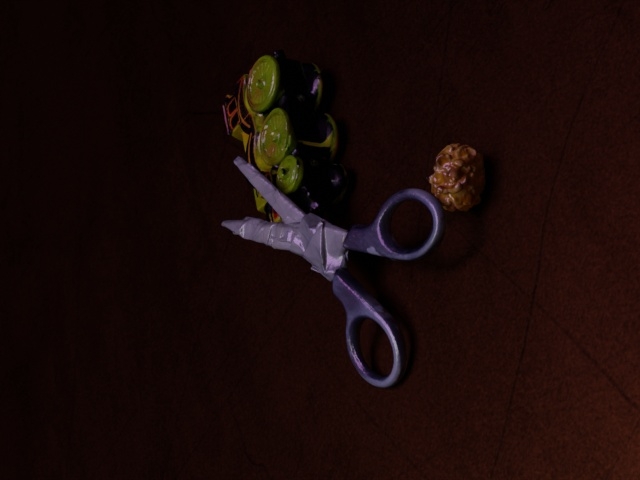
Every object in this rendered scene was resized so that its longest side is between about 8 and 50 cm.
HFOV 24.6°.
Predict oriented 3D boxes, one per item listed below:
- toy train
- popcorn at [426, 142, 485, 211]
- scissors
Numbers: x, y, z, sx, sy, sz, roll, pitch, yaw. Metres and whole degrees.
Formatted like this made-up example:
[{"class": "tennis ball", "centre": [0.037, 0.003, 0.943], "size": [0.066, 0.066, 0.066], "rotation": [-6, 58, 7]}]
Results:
[{"class": "toy train", "centre": [-0.050, -0.127, 2.056], "size": [0.160, 0.100, 0.296], "rotation": [-47, 43, 40]}, {"class": "popcorn", "centre": [0.164, -0.078, 1.765], "size": [0.057, 0.083, 0.082], "rotation": [5, 60, 37]}, {"class": "scissors", "centre": [0.000, 0.000, 1.882], "size": [0.383, 0.029, 0.256], "rotation": [33, 115, 40]}]
